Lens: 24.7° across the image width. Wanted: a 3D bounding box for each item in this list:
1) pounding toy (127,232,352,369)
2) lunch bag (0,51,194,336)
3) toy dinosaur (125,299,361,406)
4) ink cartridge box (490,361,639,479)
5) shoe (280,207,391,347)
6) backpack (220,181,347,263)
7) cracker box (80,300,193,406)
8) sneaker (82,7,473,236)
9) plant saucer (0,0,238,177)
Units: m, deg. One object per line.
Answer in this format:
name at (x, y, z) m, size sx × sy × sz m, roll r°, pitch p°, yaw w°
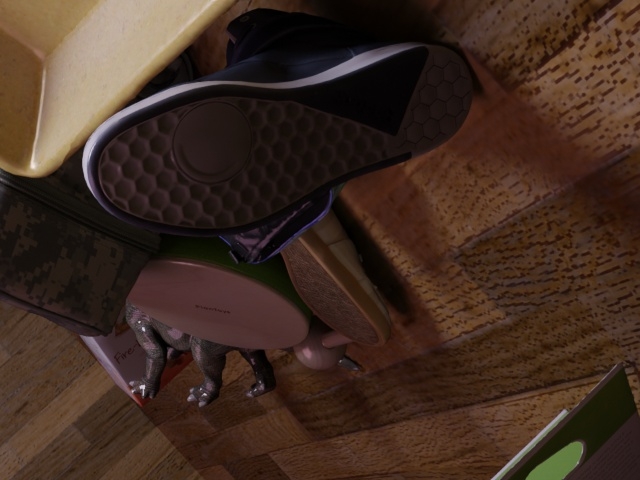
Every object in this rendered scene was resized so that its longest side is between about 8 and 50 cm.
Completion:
pounding toy at (-0.060, 0.022, 1.342) m, size 0.236 × 0.110 × 0.183 m, roll 20°, pitch 156°, yaw -11°
lunch bag at (-0.258, -0.098, 1.262) m, size 0.212 × 0.256 × 0.305 m, roll 31°, pitch 177°, yaw -42°
toy dinosaur at (-0.115, 0.079, 1.469) m, size 0.313 × 0.121 × 0.160 m, roll 19°, pitch 123°, yaw 24°
ink cartridge box at (0.143, 0.198, 1.026) m, size 0.097 × 0.189 × 0.255 m, roll 34°, pitch 158°, yaw 43°
shoe at (0.000, 0.000, 1.177) m, size 0.076 × 0.058 × 0.219 m, roll 4°, pitch 138°, yaw 51°
backpack at (-0.035, -0.055, 1.053) m, size 0.105 × 0.084 × 0.114 m, roll 48°, pitch 131°, yaw -11°
cracker box at (-0.209, 0.058, 1.657) m, size 0.067 × 0.155 × 0.232 m, roll 32°, pitch 158°, yaw 43°
sneaker at (-0.050, -0.073, 0.843) m, size 0.163 × 0.226 × 0.086 m, roll 30°, pitch 130°, yaw 56°
plant saucer at (-0.210, -0.215, 0.817) m, size 0.332 × 0.081 × 0.332 m, roll 37°, pitch 141°, yaw -18°
